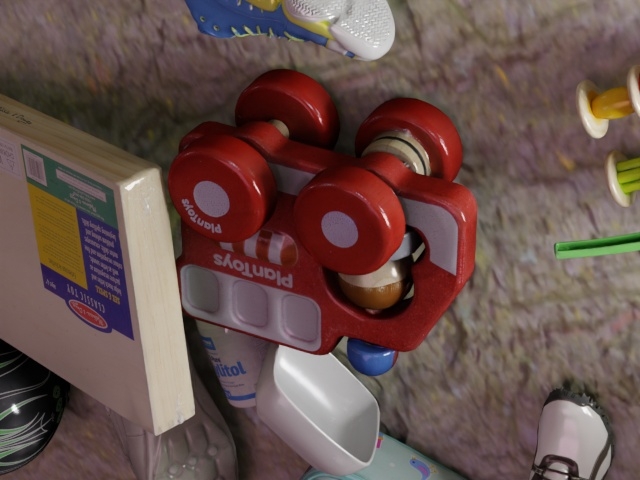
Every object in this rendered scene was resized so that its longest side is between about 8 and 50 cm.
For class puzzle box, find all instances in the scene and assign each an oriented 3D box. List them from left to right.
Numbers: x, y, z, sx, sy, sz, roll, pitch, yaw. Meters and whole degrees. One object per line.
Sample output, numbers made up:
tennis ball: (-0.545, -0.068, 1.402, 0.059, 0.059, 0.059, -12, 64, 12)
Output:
puzzle box: (-0.278, 0.001, 1.918, 0.409, 0.052, 0.272, 26, 130, 44)

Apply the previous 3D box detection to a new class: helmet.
helmet: (-0.369, 0.180, 2.100, 0.169, 0.161, 0.169, 13, 123, 21)

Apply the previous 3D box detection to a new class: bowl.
bowl: (-0.009, 0.163, 1.899, 0.142, 0.142, 0.053, 43, 112, -14)

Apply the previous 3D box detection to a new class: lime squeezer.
lime squeezer: (0.349, -0.038, 1.625, 0.310, 0.059, 0.110, -35, 139, 26)

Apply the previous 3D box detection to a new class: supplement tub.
supplement tub: (-0.079, 0.109, 1.962, 0.071, 0.071, 0.107, -10, 112, 32)

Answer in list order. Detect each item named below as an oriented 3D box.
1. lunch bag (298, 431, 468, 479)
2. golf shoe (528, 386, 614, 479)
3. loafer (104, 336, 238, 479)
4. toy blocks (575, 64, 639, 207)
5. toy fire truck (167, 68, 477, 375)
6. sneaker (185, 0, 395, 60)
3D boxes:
lunch bag: (0.059, 0.339, 1.997, 0.224, 0.108, 0.279, 31, 127, 9)
golf shoe: (0.233, 0.239, 1.857, 0.077, 0.094, 0.198, 11, 120, 24)
loafer: (-0.168, 0.178, 2.039, 0.111, 0.112, 0.319, 28, 135, 61)
toy blocks: (0.306, -0.098, 1.645, 0.148, 0.054, 0.123, -14, 109, 33)
toy fire truck: (0.000, 0.000, 1.798, 0.302, 0.169, 0.254, 15, 128, 20)
sneaker: (-0.042, -0.220, 1.753, 0.240, 0.091, 0.126, 40, 141, 11)
